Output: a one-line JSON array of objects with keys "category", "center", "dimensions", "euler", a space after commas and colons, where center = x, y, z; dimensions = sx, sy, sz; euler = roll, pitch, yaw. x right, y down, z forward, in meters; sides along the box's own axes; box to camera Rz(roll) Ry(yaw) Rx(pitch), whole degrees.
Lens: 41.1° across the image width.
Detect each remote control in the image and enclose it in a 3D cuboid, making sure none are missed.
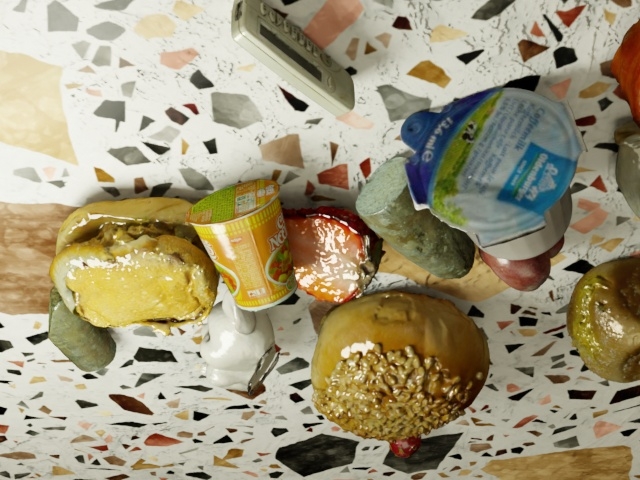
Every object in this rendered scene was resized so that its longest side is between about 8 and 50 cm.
[{"category": "remote control", "center": [-0.039, -0.258, 1.218], "dimensions": [0.049, 0.090, 0.230], "euler": [-27, 137, 33]}]

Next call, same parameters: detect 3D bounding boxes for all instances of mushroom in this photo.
[{"category": "mushroom", "center": [0.589, -0.081, 1.480], "dimensions": [0.109, 0.097, 0.351], "euler": [-26, 134, 26]}]

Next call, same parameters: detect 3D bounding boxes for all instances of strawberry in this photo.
[{"category": "strawberry", "center": [0.000, 0.000, 1.546], "dimensions": [0.237, 0.111, 0.190], "euler": [23, 124, 6]}]

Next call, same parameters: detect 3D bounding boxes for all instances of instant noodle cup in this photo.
[{"category": "instant noodle cup", "center": [-0.120, 0.014, 1.450], "dimensions": [0.169, 0.168, 0.184], "euler": [-13, 114, 13]}]

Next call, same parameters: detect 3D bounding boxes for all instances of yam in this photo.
[{"category": "yam", "center": [-0.502, 0.175, 1.736], "dimensions": [0.106, 0.106, 0.259], "euler": [-9, 142, 8]}, {"category": "yam", "center": [0.181, -0.027, 1.508], "dimensions": [0.133, 0.133, 0.330], "euler": [-24, 142, 25]}]

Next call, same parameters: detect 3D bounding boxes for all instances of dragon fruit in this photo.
[{"category": "dragon fruit", "center": [0.209, 0.491, 2.199], "dimensions": [0.094, 0.094, 0.190], "euler": [-11, 130, 11]}]

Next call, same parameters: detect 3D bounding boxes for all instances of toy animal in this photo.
[{"category": "toy animal", "center": [-0.155, 0.190, 1.704], "dimensions": [0.154, 0.208, 0.325], "euler": [31, 129, 7]}]

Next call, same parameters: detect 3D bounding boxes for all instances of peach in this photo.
[{"category": "peach", "center": [0.360, 0.011, 1.554], "dimensions": [0.152, 0.152, 0.152], "euler": [-2, 142, -1]}]

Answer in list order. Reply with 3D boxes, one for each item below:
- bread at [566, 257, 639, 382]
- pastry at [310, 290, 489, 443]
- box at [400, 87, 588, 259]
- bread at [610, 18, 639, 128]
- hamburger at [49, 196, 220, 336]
[{"category": "bread", "center": [0.591, 0.172, 1.721], "dimensions": [0.176, 0.195, 0.246], "euler": [-8, 142, 0]}, {"category": "pastry", "center": [0.159, 0.279, 1.792], "dimensions": [0.410, 0.245, 0.409], "euler": [0, 143, 0]}, {"category": "box", "center": [0.277, -0.087, 1.372], "dimensions": [0.291, 0.262, 0.206], "euler": [23, 167, 32]}, {"category": "bread", "center": [0.605, -0.252, 1.244], "dimensions": [0.328, 0.114, 0.295], "euler": [26, 134, -29]}, {"category": "hamburger", "center": [-0.329, 0.048, 1.538], "dimensions": [0.319, 0.158, 0.318], "euler": [-2, 142, -2]}]
